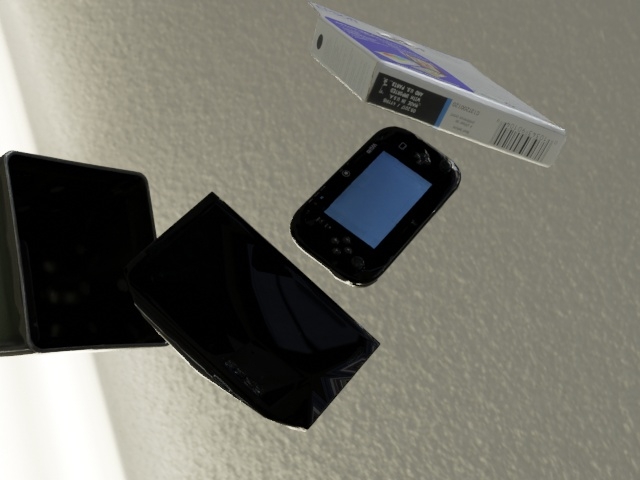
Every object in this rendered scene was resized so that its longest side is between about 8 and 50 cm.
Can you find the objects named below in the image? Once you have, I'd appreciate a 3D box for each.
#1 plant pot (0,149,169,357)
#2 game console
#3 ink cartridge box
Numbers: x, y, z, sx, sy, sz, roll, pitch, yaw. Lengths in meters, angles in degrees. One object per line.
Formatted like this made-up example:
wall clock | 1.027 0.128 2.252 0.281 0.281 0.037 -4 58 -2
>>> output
plant pot | -0.284 0.035 0.929 0.167 0.187 0.188 -18 -103 30
game console | 0.000 0.000 0.882 0.213 0.044 0.361 42 -124 4
ink cartridge box | 0.098 -0.152 0.875 0.045 0.206 0.208 -65 -153 20
